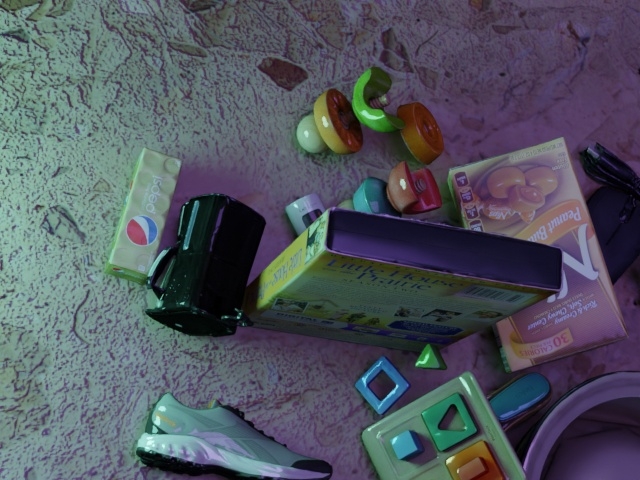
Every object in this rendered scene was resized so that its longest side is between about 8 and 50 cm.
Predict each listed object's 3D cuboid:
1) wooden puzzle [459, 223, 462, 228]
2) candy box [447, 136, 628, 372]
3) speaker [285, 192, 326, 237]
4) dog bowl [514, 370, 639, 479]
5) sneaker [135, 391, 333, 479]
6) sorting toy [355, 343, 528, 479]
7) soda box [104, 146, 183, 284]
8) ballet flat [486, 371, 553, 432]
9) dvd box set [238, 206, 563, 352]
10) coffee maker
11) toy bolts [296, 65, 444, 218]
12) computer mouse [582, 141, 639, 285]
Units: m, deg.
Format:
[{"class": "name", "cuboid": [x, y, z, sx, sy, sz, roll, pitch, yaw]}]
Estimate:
[{"class": "wooden puzzle", "cuboid": [0.220, 0.010, 1.975, 0.049, 0.006, 0.083, 4, 74, -17]}, {"class": "candy box", "cuboid": [0.322, 0.023, 1.924, 0.183, 0.087, 0.316, -17, 81, 2]}, {"class": "speaker", "cuboid": [0.000, 0.000, 1.881, 0.055, 0.055, 0.136, -23, 82, -22]}, {"class": "dog bowl", "cuboid": [0.437, 0.402, 1.856, 0.408, 0.150, 0.408, 5, 72, -17]}, {"class": "sneaker", "cuboid": [-0.108, 0.277, 1.745, 0.271, 0.100, 0.108, 17, 65, -12]}, {"class": "sorting toy", "cuboid": [0.165, 0.302, 1.768, 0.196, 0.047, 0.348, -33, 67, 16]}, {"class": "soda box", "cuboid": [-0.249, -0.035, 1.809, 0.061, 0.058, 0.181, 18, 71, -12]}, {"class": "ballet flat", "cuboid": [0.238, 0.269, 1.870, 0.232, 0.073, 0.080, -22, 63, -17]}, {"class": "dvd box set", "cuboid": [0.088, 0.065, 1.693, 0.307, 0.420, 0.062, 9, 72, -14]}, {"class": "coffee maker", "cuboid": [-0.139, 0.035, 1.769, 0.171, 0.120, 0.178, 5, 68, 24]}, {"class": "toy bolts", "cuboid": [0.081, -0.110, 1.925, 0.218, 0.158, 0.229, 20, 50, -55]}, {"class": "computer mouse", "cuboid": [0.448, -0.017, 2.021, 0.188, 0.072, 0.272, 39, 67, -5]}]
